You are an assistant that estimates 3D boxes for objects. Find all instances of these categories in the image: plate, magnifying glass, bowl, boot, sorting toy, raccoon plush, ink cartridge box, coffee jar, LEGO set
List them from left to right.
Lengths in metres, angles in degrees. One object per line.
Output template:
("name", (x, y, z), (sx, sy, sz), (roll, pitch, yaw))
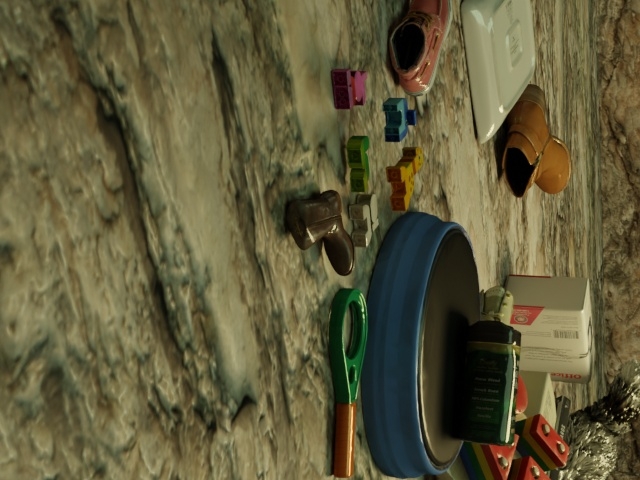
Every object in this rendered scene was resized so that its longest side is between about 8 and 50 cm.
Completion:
("boot", (0.000, 0.000, 1.127), (0.114, 0.037, 0.106), (-31, 108, -68))
("magnifying glass", (0.031, 0.174, 1.246), (0.092, 0.026, 0.231), (2, 89, -68))
("LEGO set", (0.082, -0.111, 1.254), (0.093, 0.087, 0.227), (-49, 137, -57))
("bowl", (0.160, 0.153, 1.488), (0.391, 0.077, 0.391), (2, 90, -68))
("boot", (0.307, 0.149, 1.849), (0.213, 0.077, 0.165), (70, 31, -53))
("coffee jar", (0.257, 0.213, 1.524), (0.096, 0.079, 0.184), (23, 70, -67))
("sorting toy", (0.308, 0.343, 1.697), (0.255, 0.089, 0.257), (50, 39, -16))
("plate", (0.340, -0.361, 1.872), (0.277, 0.045, 0.278), (-51, 137, -43))
("boot", (0.448, -0.158, 2.116), (0.220, 0.109, 0.283), (-67, 148, -44))
("ink cartridge box", (0.490, 0.191, 2.174), (0.100, 0.172, 0.237), (-67, 150, -41))
("raccoon plush", (0.519, 0.459, 2.101), (0.299, 0.216, 0.446), (-48, 161, -69))

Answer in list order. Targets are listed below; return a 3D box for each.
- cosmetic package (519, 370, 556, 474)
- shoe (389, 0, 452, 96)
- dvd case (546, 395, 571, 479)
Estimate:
("cosmetic package", (0.360, 0.406, 1.936), (0.296, 0.129, 0.153), (-65, 147, -42))
("shoe", (0.140, -0.295, 1.406), (0.081, 0.063, 0.178), (45, 56, -68))
("dvd case", (0.426, 0.445, 2.075), (0.029, 0.179, 0.239), (36, 47, -14))
